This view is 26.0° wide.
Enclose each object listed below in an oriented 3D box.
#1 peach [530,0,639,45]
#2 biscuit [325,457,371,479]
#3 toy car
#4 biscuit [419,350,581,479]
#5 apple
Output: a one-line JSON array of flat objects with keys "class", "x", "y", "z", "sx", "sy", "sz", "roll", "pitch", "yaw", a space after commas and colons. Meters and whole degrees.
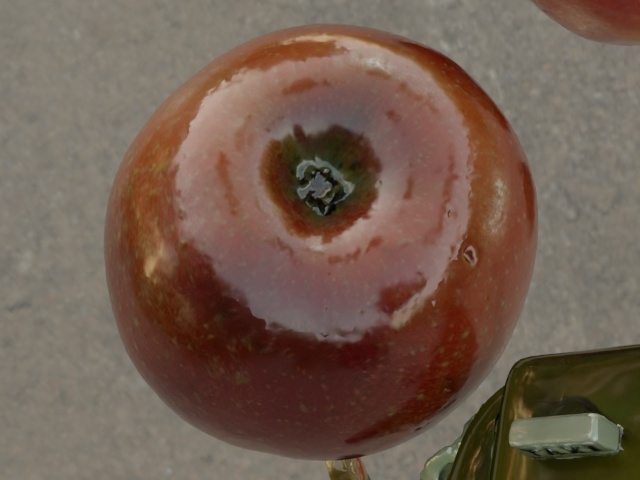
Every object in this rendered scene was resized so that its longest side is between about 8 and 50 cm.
[{"class": "peach", "x": 0.303, "y": -0.364, "z": 1.377, "sx": 0.370, "sy": 0.370, "sz": 0.370, "roll": -9, "pitch": 57, "yaw": 13}, {"class": "biscuit", "x": 0.025, "y": 0.211, "z": 1.365, "sx": 0.036, "sy": 0.166, "sz": 0.226, "roll": -17, "pitch": 62, "yaw": 3}, {"class": "toy car", "x": 0.160, "y": 0.122, "z": 0.669, "sx": 0.247, "sy": 0.198, "sz": 0.204, "roll": -13, "pitch": 56, "yaw": 43}, {"class": "biscuit", "x": 0.159, "y": 0.238, "z": 1.046, "sx": 0.335, "sy": 0.329, "sz": 0.078, "roll": -9, "pitch": 16, "yaw": 37}, {"class": "apple", "x": 0.000, "y": 0.000, "z": 1.100, "sx": 0.348, "sy": 0.277, "sz": 0.349, "roll": 1, "pitch": 72, "yaw": -3}]
